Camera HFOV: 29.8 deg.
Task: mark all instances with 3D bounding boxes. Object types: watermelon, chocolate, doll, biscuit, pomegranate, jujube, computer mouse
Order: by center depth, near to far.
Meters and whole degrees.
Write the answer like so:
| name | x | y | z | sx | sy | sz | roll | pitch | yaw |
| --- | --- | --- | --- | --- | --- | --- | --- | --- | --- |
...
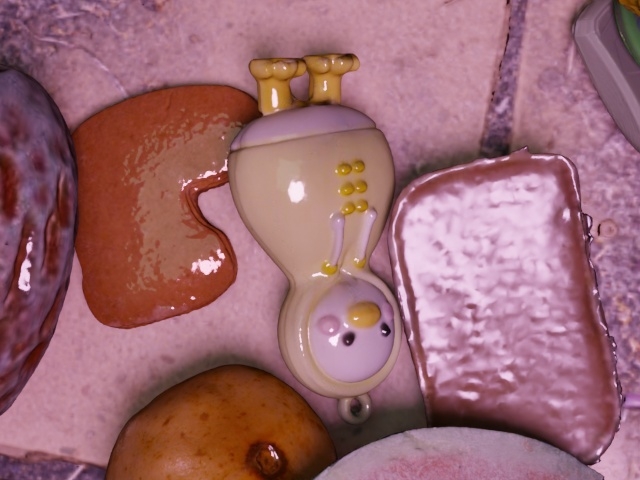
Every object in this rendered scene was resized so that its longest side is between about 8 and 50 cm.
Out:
| name | x | y | z | sx | sy | sz | roll | pitch | yaw |
| --- | --- | --- | --- | --- | --- | --- | --- | --- | --- |
| watermelon | 0.093 | 0.262 | 0.874 | 0.255 | 0.260 | 0.176 | -10 | 50 | -10 |
| pomegranate | -0.078 | 0.191 | 0.932 | 0.196 | 0.196 | 0.196 | -1 | 86 | 8 |
| chocolate | 0.145 | 0.057 | 0.946 | 0.161 | 0.083 | 0.262 | -8 | 97 | 10 |
| jujube | -0.308 | 0.001 | 0.950 | 0.246 | 0.215 | 0.308 | 30 | 98 | 37 |
| doll | 0.007 | -0.001 | 0.951 | 0.141 | 0.117 | 0.296 | -13 | 86 | -37 |
| computer mouse | 0.261 | -0.127 | 0.953 | 0.089 | 0.056 | 0.182 | -25 | 77 | -17 |
| biscuit | -0.124 | -0.032 | 1.015 | 0.186 | 0.036 | 0.192 | -13 | 86 | 6 |

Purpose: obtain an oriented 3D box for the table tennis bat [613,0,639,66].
| name | x | y | z | sx | sy | sz | roll | pitch | yaw |
| --- | --- | --- | --- | --- | --- | --- | --- | --- | --- |
| table tennis bat | 0.350 | -0.154 | 0.933 | 0.257 | 0.039 | 0.160 | 26 | 68 | 0 |

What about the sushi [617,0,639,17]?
| name | x | y | z | sx | sy | sz | roll | pitch | yaw |
| --- | --- | --- | --- | --- | --- | --- | --- | --- | --- |
| sushi | 0.387 | -0.281 | 0.804 | 0.351 | 0.240 | 0.397 | 22 | 82 | -9 |
